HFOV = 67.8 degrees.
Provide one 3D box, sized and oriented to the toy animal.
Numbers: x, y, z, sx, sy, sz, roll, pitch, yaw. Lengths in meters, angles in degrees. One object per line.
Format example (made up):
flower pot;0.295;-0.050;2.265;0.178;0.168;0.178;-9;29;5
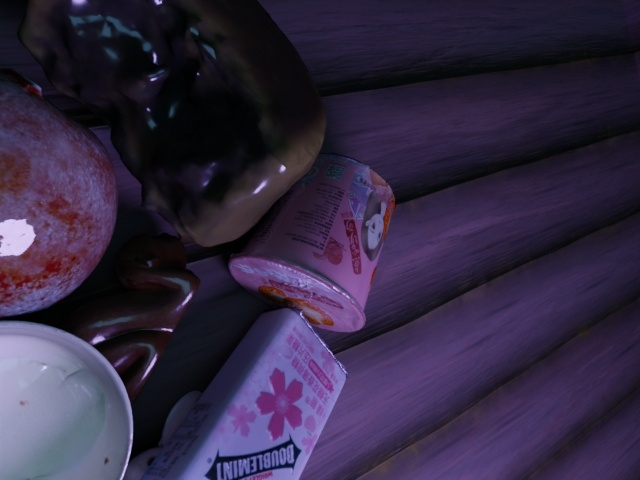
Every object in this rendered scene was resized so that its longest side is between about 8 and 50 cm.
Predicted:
toy animal;-0.225;0.336;0.709;0.104;0.131;0.221;37;65;1

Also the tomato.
tomato;-0.399;-0.053;0.534;0.316;0.316;0.282;16;71;-28

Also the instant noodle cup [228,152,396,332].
instant noodle cup;0.000;0.000;0.813;0.243;0.243;0.231;37;62;-22

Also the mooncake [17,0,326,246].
mooncake;-0.186;-0.203;0.659;0.393;0.246;0.394;13;53;-42

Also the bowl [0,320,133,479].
bowl;-0.371;0.223;0.546;0.277;0.145;0.277;1;88;-29

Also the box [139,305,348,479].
box;-0.097;0.285;0.722;0.190;0.112;0.370;54;44;-20

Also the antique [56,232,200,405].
antique;-0.280;0.104;0.703;0.143;0.121;0.257;32;78;-14
